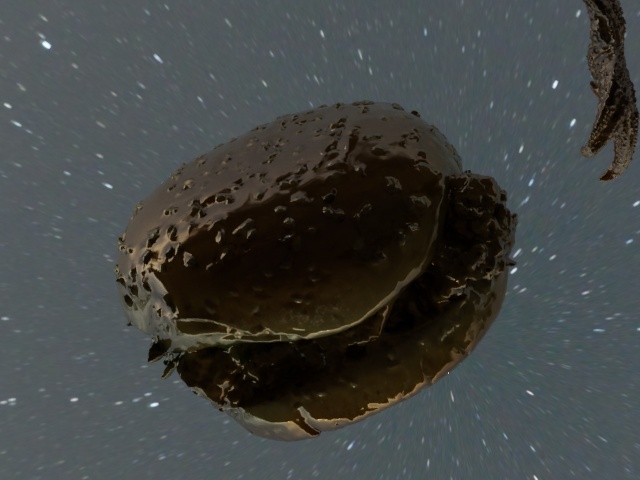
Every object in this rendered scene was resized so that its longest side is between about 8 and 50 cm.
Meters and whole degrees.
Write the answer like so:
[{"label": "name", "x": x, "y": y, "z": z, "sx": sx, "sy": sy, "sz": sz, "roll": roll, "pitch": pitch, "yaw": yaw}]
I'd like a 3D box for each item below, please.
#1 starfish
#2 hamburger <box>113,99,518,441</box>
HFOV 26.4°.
[{"label": "starfish", "x": 0.112, "y": -0.066, "z": 0.548, "sx": 0.028, "sy": 0.078, "sz": 0.091, "roll": -11, "pitch": -72, "yaw": 14}, {"label": "hamburger", "x": 0.000, "y": 0.000, "z": 0.745, "sx": 0.215, "sy": 0.189, "sz": 0.122, "roll": -19, "pitch": -57, "yaw": 14}]
